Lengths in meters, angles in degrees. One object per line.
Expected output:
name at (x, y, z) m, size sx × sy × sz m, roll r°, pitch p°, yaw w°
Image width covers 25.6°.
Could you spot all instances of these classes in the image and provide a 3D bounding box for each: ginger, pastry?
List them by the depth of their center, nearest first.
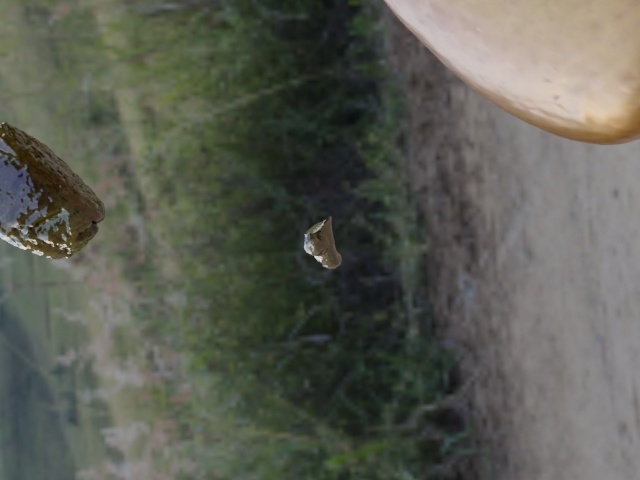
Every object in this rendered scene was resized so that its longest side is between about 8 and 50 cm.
pastry at (-0.190, -0.032, 0.922) m, size 0.057 × 0.097 × 0.109 m, roll -50°, pitch 51°, yaw 8°
ginger at (-0.001, -0.001, 1.474) m, size 0.097 × 0.030 × 0.048 m, roll 41°, pitch -125°, yaw -67°

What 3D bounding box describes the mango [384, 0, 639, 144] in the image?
mango at (0.084, -0.197, 0.598) m, size 0.350 × 0.199 × 0.201 m, roll 55°, pitch -175°, yaw -25°
